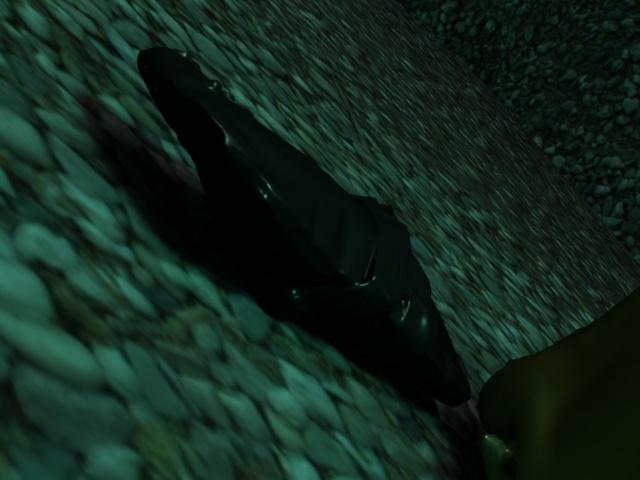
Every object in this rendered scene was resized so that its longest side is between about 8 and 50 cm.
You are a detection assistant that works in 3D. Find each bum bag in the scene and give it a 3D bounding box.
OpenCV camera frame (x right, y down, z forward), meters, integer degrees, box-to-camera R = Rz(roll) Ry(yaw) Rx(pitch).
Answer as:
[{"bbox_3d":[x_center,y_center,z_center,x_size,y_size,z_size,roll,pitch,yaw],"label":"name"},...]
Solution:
[{"bbox_3d":[0.000,0.000,0.632,0.248,0.060,0.123,36,18,-44],"label":"bum bag"}]

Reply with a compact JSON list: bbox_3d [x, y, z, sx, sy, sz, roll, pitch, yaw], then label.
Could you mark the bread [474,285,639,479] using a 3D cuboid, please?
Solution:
[{"bbox_3d":[0.292,0.121,0.550,0.361,0.394,0.250,52,29,9],"label":"bread"}]
